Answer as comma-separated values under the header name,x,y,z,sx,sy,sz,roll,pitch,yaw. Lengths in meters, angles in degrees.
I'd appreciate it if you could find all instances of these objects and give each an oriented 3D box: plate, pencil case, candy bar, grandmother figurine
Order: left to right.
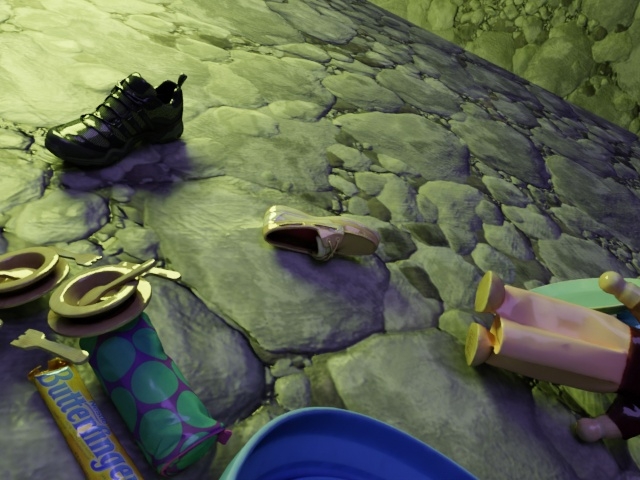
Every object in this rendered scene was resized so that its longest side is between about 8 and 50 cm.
name,x,y,z,sx,sy,sz,roll,pitch,yaw
candy bar,-0.194,0.162,0.382,0.040,0.018,0.161,-23,58,-43
pencil case,-0.149,0.129,0.405,0.152,0.064,0.070,46,21,24
plate,0.395,0.087,0.681,0.188,0.188,0.024,-13,92,-37
grandmother figurine,0.360,0.147,0.552,0.342,0.208,0.104,12,10,10

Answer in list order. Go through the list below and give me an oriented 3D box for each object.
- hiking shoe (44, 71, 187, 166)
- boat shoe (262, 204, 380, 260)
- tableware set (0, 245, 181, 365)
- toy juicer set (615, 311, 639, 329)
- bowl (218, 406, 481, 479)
name,x,y,z,sx,sy,sz,roll,pitch,yaw
hiking shoe,-0.290,-0.187,0.658,0.086,0.114,0.227,33,39,13
boat shoe,0.000,0.000,0.639,0.169,0.063,0.059,10,42,-2
tableware set,-0.247,0.037,0.424,0.194,0.039,0.128,9,33,22
toy juicer set,0.529,0.181,0.695,0.328,0.089,0.209,-13,70,-38
bowl,0.097,0.249,0.225,0.391,0.077,0.391,34,5,-3
